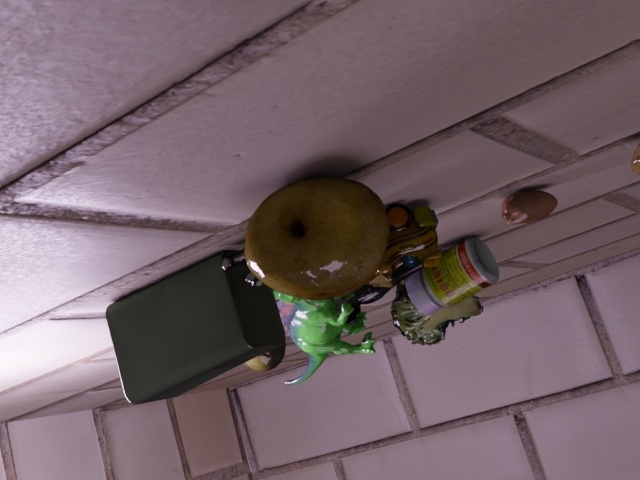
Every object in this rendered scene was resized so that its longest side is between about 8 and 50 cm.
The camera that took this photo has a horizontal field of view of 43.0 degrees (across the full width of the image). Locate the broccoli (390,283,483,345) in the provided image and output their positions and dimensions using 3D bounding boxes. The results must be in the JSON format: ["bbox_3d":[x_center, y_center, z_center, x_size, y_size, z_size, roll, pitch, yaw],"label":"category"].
[{"bbox_3d":[0.347,0.192,2.479,0.273,0.242,0.180,-10,-171,5],"label":"broccoli"}]

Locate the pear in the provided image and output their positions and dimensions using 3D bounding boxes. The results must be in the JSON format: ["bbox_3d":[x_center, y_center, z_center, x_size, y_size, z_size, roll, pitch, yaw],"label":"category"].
[{"bbox_3d":[0.000,0.000,1.287,0.228,0.188,0.211,-20,159,17],"label":"pear"}]

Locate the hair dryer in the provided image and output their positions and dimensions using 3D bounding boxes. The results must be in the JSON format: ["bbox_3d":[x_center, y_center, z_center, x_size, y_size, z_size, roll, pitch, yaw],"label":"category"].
[{"bbox_3d":[0.171,0.106,2.227,0.235,0.091,0.271,-27,174,3],"label":"hair dryer"}]

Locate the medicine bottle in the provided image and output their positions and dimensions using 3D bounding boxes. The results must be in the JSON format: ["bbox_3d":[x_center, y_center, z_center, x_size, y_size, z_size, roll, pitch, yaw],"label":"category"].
[{"bbox_3d":[0.351,0.097,2.163,0.225,0.139,0.139,-34,159,31],"label":"medicine bottle"}]

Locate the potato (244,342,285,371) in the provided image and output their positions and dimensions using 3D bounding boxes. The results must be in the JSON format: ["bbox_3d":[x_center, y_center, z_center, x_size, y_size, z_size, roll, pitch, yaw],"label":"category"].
[{"bbox_3d":[-0.178,0.294,2.334,0.159,0.174,0.251,-16,166,2],"label":"potato"}]

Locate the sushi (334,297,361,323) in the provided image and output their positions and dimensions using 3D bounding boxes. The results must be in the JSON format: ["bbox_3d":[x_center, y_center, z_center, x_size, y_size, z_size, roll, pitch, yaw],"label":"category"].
[{"bbox_3d":[0.017,0.213,2.296,0.212,0.147,0.115,-23,166,22],"label":"sushi"}]

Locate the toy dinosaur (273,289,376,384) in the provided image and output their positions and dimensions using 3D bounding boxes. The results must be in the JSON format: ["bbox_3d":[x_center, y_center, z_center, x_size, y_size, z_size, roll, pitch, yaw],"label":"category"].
[{"bbox_3d":[-0.069,0.256,2.096,0.374,0.144,0.500,20,134,-34],"label":"toy dinosaur"}]

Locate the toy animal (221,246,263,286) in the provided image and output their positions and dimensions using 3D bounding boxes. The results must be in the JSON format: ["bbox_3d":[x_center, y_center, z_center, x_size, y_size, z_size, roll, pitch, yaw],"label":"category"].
[{"bbox_3d":[-0.074,0.012,1.472,0.121,0.094,0.225,-17,162,-42],"label":"toy animal"}]

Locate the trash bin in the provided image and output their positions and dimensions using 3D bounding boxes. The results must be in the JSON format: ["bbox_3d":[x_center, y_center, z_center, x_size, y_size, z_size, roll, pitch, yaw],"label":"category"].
[{"bbox_3d":[-0.255,0.175,1.673,0.343,0.223,0.158,-27,163,30],"label":"trash bin"}]

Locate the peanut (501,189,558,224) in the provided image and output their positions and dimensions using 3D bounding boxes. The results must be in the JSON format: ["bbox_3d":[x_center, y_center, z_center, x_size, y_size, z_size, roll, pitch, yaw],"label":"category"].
[{"bbox_3d":[0.459,-0.074,1.783,0.152,0.076,0.076,-14,168,-31],"label":"peanut"}]

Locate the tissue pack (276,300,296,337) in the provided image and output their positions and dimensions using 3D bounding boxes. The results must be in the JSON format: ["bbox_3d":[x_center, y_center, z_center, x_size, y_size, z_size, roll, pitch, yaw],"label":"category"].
[{"bbox_3d":[-0.061,0.202,2.235,0.148,0.109,0.060,-22,170,22],"label":"tissue pack"}]

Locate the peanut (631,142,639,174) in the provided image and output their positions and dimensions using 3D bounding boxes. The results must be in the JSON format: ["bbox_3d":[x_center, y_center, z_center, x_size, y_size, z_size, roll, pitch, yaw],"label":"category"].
[{"bbox_3d":[0.743,-0.182,1.586,0.274,0.111,0.125,-16,163,0],"label":"peanut"}]

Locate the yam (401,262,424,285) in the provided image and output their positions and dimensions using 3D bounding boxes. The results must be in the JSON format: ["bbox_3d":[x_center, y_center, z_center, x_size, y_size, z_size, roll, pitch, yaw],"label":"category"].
[{"bbox_3d":[0.339,0.074,2.287,0.253,0.061,0.061,-15,167,-2],"label":"yam"}]

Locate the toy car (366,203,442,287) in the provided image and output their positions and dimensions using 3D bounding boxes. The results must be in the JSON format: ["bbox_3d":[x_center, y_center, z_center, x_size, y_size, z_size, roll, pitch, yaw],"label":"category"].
[{"bbox_3d":[0.128,0.025,1.647,0.248,0.142,0.200,-19,166,4],"label":"toy car"}]
